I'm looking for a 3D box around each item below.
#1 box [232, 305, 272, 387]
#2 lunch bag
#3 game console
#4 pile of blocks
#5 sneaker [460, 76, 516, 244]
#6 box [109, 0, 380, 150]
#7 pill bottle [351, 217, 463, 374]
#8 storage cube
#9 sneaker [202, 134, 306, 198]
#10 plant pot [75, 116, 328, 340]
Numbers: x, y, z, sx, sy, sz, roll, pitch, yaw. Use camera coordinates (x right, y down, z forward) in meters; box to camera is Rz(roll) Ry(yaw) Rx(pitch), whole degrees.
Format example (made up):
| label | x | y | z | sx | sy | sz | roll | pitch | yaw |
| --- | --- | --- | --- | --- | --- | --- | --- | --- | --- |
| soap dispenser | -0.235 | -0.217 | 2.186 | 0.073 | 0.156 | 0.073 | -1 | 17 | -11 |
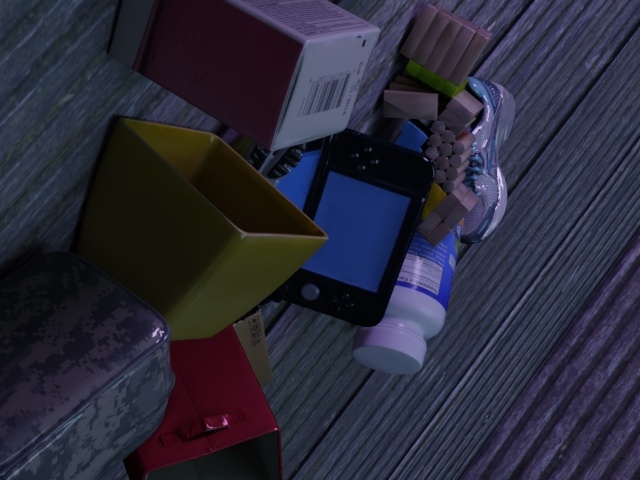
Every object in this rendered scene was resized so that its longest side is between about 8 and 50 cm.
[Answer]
| label | x | y | z | sx | sy | sz | roll | pitch | yaw |
| --- | --- | --- | --- | --- | --- | --- | --- | --- | --- |
| box | -0.150 | 0.185 | 1.962 | 0.164 | 0.021 | 0.201 | -28 | 148 | -15 |
| lunch bag | -0.318 | 0.203 | 1.489 | 0.305 | 0.213 | 0.256 | -41 | 149 | -34 |
| game console | 0.000 | 0.000 | 1.929 | 0.173 | 0.250 | 0.293 | -70 | 179 | -63 |
| pile of blocks | 0.178 | -0.179 | 2.076 | 0.112 | 0.149 | 0.362 | -39 | 135 | -68 |
| sneaker | 0.240 | -0.136 | 2.253 | 0.122 | 0.110 | 0.283 | 22 | 70 | -52 |
| box | -0.081 | -0.209 | 1.441 | 0.149 | 0.232 | 0.126 | -21 | 137 | -53 |
| pill bottle | 0.131 | 0.066 | 2.151 | 0.152 | 0.152 | 0.272 | 67 | 33 | -61 |
| storage cube | -0.168 | 0.253 | 1.785 | 0.184 | 0.193 | 0.215 | -17 | 141 | -15 |
| sneaker | -0.098 | -0.082 | 1.750 | 0.081 | 0.094 | 0.208 | 38 | 105 | -27 |
| plant pot | -0.159 | 0.001 | 1.595 | 0.187 | 0.212 | 0.212 | -53 | 158 | 16 |
